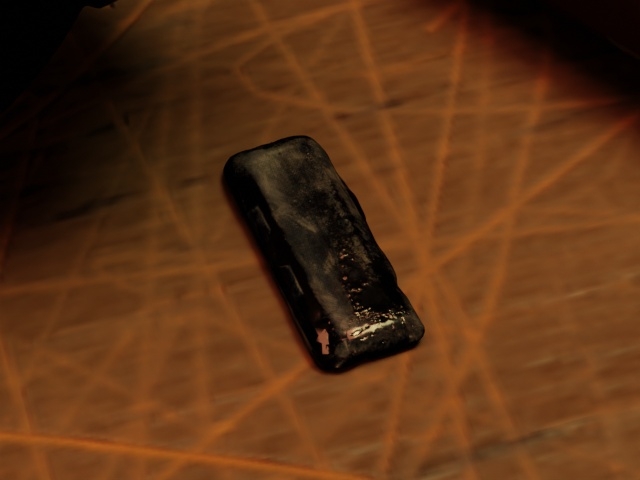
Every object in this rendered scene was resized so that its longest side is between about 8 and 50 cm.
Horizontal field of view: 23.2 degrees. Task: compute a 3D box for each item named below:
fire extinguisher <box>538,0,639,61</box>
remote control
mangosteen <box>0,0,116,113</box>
[{"bbox_3d":[0.070,-0.138,0.576,0.344,0.102,0.138,35,59,24],"label":"fire extinguisher"},{"bbox_3d":[0.000,0.000,0.516,0.039,0.014,0.096,-16,53,-15],"label":"remote control"},{"bbox_3d":[-0.170,-0.151,0.444,0.313,0.297,0.297,-4,35,49],"label":"mangosteen"}]
